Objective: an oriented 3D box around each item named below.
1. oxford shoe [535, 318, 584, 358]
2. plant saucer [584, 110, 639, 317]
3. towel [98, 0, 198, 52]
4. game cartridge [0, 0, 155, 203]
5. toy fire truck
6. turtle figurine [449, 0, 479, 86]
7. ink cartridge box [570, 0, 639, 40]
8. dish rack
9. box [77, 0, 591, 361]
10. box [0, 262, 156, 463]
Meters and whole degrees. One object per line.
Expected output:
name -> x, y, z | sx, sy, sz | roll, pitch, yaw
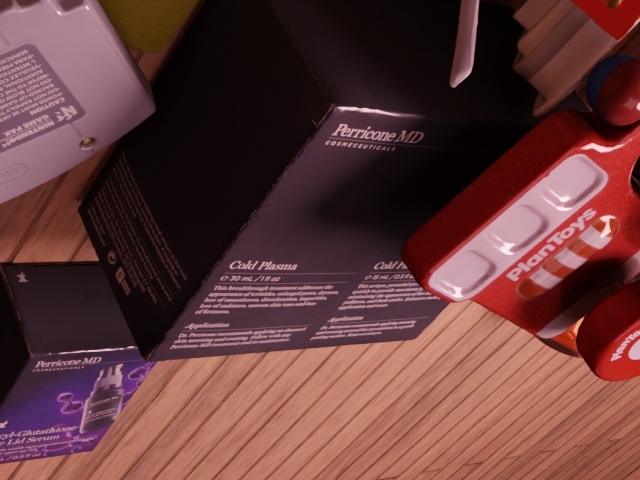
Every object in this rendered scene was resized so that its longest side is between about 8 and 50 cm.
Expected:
oxford shoe -> 0.310, 0.020, 1.529 | 0.133, 0.130, 0.364 | -57, 149, -16
plant saucer -> 0.391, -0.055, 1.164 | 0.400, 0.400, 0.100 | -37, 116, 16
towel -> -0.094, -0.226, 0.832 | 0.102, 0.021, 0.237 | 5, 138, -44
game cartridge -> -0.279, -0.088, 0.841 | 0.294, 0.060, 0.196 | -23, 148, 1
toy fire truck -> 0.240, -0.035, 0.925 | 0.302, 0.169, 0.254 | -42, 142, 19
turtle figurine -> 0.069, -0.289, 0.685 | 0.266, 0.274, 0.198 | -47, -175, 19
ink cartridge box -> 0.162, -0.271, 0.768 | 0.066, 0.232, 0.189 | -29, 162, -51
dish rack -> 0.272, -0.267, 0.923 | 0.333, 0.072, 0.285 | -47, -175, 30
box -> 0.018, -0.061, 1.034 | 0.343, 0.179, 0.312 | 1, 141, -43
box -> -0.271, 0.123, 1.157 | 0.153, 0.108, 0.207 | -1, 142, -39
